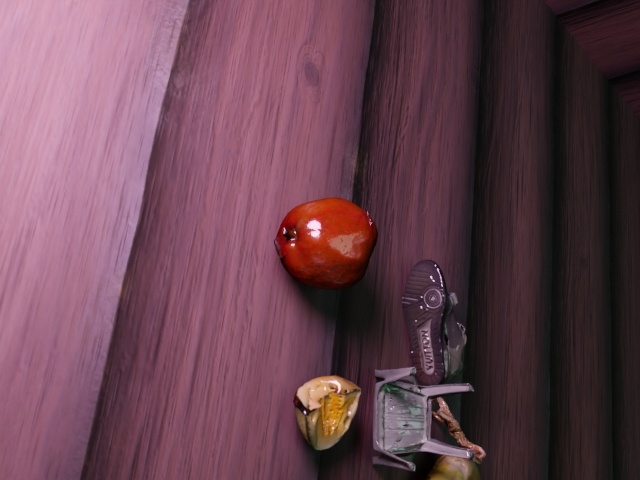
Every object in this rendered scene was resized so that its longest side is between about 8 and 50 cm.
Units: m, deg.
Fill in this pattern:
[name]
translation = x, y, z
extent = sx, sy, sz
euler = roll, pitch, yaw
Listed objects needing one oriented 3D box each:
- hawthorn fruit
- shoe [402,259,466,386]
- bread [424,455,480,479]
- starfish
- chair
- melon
[hawthorn fruit]
translation = 0.000, 0.000, 1.305
extent = 0.202, 0.185, 0.185
euler = 12, 74, -43
[shoe]
translation = 0.281, 0.193, 1.632
extent = 0.149, 0.109, 0.293
euler = 4, 82, -51
[bread]
translation = 0.286, 0.581, 1.553
extent = 0.213, 0.104, 0.214
euler = -1, 92, -55
[starfish]
translation = 0.310, 0.423, 1.544
extent = 0.053, 0.209, 0.150
euler = -45, 112, -3
[chair]
translation = 0.196, 0.373, 1.440
extent = 0.190, 0.274, 0.204
euler = 8, 77, -22
[melon]
translation = -0.002, 0.331, 1.317
extent = 0.160, 0.079, 0.128
euler = -11, 109, -49
